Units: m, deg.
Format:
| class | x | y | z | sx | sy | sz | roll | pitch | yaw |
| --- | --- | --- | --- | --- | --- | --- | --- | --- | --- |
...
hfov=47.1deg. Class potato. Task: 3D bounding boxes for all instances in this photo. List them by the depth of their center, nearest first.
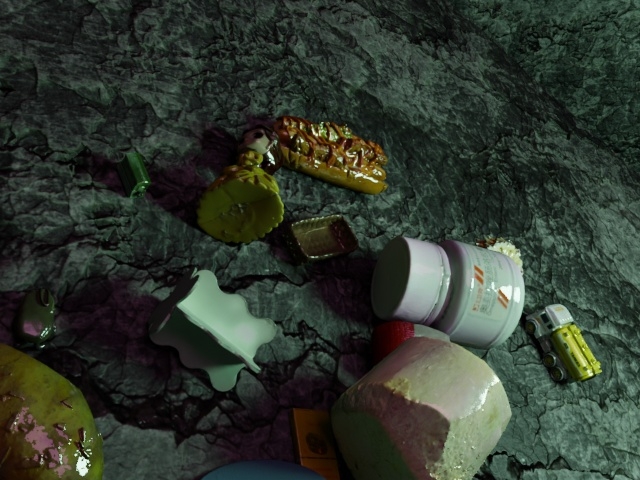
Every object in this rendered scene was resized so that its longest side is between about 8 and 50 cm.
| class | x | y | z | sx | sy | sz | roll | pitch | yaw |
| --- | --- | --- | --- | --- | --- | --- | --- | --- | --- |
| potato | -0.433 | 0.270 | 1.080 | 0.298 | 0.141 | 0.176 | 52 | 32 | 7 |

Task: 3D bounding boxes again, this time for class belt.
| class | x | y | z | sx | sy | sz | roll | pitch | yaw |
| --- | --- | --- | --- | --- | --- | --- | --- | --- | --- |
| belt | 0.206 | 0.268 | 1.619 | 0.200 | 0.128 | 0.124 | 19 | 48 | -20 |

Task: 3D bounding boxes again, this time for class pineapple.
| class | x | y | z | sx | sy | sz | roll | pitch | yaw |
| --- | --- | --- | --- | --- | --- | --- | --- | --- | --- |
| pineapple | 0.449 | 0.063 | 2.007 | 0.176 | 0.137 | 0.162 | 27 | 87 | -27 |

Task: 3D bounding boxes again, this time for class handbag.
| class | x | y | z | sx | sy | sz | roll | pitch | yaw |
| --- | --- | --- | --- | --- | --- | --- | --- | --- | --- |
| handbag | -0.476 | 0.126 | 1.231 | 0.072 | 0.047 | 0.111 | 13 | 50 | -25 |

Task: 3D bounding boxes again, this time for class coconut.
| class | x | y | z | sx | sy | sz | roll | pitch | yaw |
| --- | --- | --- | --- | --- | --- | --- | --- | --- | --- |
| coconut | 0.207 | 0.341 | 1.423 | 0.309 | 0.297 | 0.297 | -30 | 79 | -36 |

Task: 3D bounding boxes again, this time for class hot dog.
| class | x | y | z | sx | sy | sz | roll | pitch | yaw |
| --- | --- | --- | --- | --- | --- | --- | --- | --- | --- |
| hot dog | 0.034 | -0.228 | 1.885 | 0.348 | 0.117 | 0.158 | 17 | 48 | -28 |

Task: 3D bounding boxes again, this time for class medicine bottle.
| class | x | y | z | sx | sy | sz | roll | pitch | yaw |
| --- | --- | --- | --- | --- | --- | --- | --- | --- | --- |
| medicine bottle | 0.293 | 0.118 | 1.726 | 0.301 | 0.241 | 0.241 | 13 | 50 | -19 |

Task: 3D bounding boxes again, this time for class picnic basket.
| class | x | y | z | sx | sy | sz | roll | pitch | yaw |
| --- | --- | --- | --- | --- | --- | --- | --- | --- | --- |
| picnic basket | 0.000 | 0.000 | 1.720 | 0.193 | 0.055 | 0.110 | -11 | 65 | -44 |

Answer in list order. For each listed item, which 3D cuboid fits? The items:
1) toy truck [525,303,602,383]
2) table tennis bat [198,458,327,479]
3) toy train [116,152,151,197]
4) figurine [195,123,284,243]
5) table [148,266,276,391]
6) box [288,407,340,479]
| class | x | y | z | sx | sy | sz | roll | pitch | yaw |
| --- | --- | --- | --- | --- | --- | --- | --- | --- | --- |
| toy truck | 0.662 | 0.281 | 1.996 | 0.098 | 0.114 | 0.227 | -5 | 61 | -42 |
| table tennis bat | -0.132 | 0.427 | 1.206 | 0.328 | 0.044 | 0.215 | 4 | 17 | -16 |
| toy train | -0.382 | -0.134 | 1.510 | 0.038 | 0.056 | 0.093 | -5 | 62 | -44 |
| figurine | -0.159 | -0.157 | 1.645 | 0.168 | 0.187 | 0.315 | 30 | 36 | -19 |
| table | -0.196 | 0.167 | 1.358 | 0.198 | 0.166 | 0.167 | 41 | 41 | -17 |
| box | -0.011 | 0.402 | 1.413 | 0.086 | 0.023 | 0.155 | 11 | 51 | -30 |
